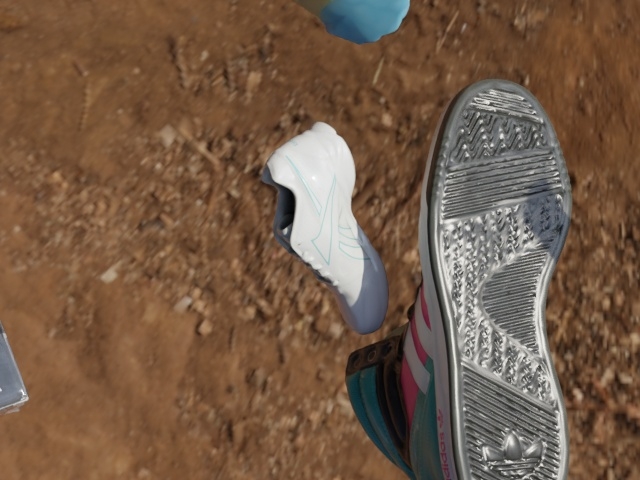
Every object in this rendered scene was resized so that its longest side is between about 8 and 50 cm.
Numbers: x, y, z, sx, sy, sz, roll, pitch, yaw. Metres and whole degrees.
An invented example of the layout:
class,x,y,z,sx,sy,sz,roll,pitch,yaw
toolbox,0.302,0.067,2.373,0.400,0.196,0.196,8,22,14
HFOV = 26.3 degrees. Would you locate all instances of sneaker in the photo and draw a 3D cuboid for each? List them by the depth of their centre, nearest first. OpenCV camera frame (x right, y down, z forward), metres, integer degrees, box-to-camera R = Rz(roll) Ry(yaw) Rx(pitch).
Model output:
class,x,y,z,sx,sy,sz,roll,pitch,yaw
sneaker,0.000,0.000,0.920,0.054,0.061,0.152,11,125,55
sneaker,0.094,0.047,0.957,0.124,0.178,0.295,4,82,-21

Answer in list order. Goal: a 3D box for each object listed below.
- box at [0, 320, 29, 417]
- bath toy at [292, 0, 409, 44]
class,x,y,z,sx,sy,sz,roll,pitch,yaw
box,-0.394,0.059,0.971,0.307,0.076,0.242,-20,83,-23
bath toy,0.072,-0.278,0.850,0.129,0.348,0.151,45,142,-21
